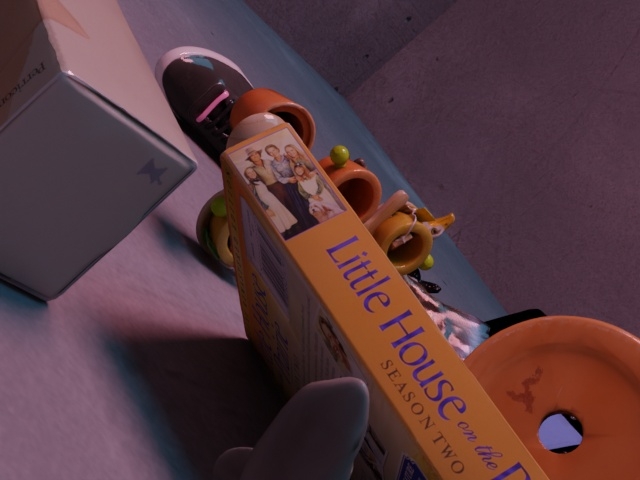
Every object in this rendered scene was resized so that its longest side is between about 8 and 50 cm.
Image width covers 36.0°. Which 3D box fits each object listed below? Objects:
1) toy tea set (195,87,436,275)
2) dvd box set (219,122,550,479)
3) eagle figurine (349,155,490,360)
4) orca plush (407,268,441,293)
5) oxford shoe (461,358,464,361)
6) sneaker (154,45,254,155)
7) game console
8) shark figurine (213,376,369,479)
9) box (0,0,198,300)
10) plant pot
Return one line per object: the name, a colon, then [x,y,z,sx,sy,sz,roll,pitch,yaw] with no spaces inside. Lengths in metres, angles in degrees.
toy tea set: [0.000,0.000,0.999,0.336,0.200,0.124,41,6,-42]
dvd box set: [0.060,0.157,0.720,0.420,0.062,0.308,55,-18,27]
eagle figurine: [0.077,0.036,1.243,0.226,0.225,0.298,-35,108,-50]
orca plush: [0.145,0.001,1.830,0.287,0.102,0.151,44,12,-28]
oxford shoe: [0.190,0.298,1.019,0.146,0.140,0.397,71,-7,-56]
sneaker: [-0.097,-0.136,1.305,0.296,0.104,0.147,45,6,-46]
game console: [0.272,0.202,1.306,0.361,0.213,0.044,-124,-159,-63]
shark figurine: [-0.018,0.218,0.538,0.116,0.166,0.278,-22,98,-46]
box: [-0.215,-0.124,0.696,0.121,0.148,0.311,38,15,-46]
plant pot: [0.215,0.196,0.852,0.291,0.290,0.203,57,0,32]
